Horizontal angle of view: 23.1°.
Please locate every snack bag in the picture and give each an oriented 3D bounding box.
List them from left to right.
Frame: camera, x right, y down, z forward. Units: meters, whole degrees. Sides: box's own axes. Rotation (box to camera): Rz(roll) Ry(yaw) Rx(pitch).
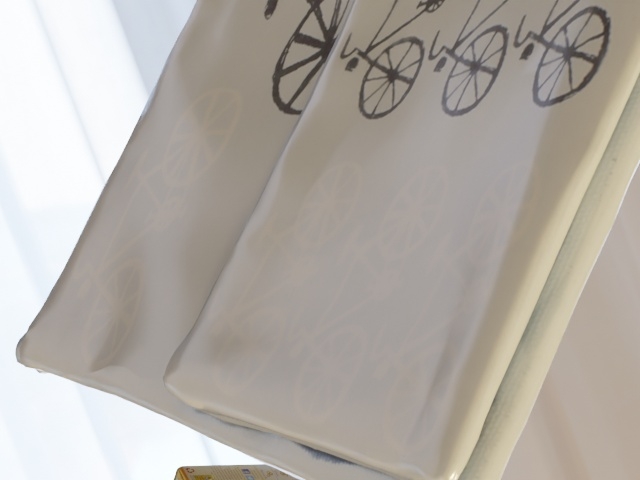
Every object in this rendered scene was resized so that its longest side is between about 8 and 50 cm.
[{"bbox_3d":[0.014,-0.077,0.579,0.342,0.037,0.323,9,-108,59],"label":"snack bag"}]

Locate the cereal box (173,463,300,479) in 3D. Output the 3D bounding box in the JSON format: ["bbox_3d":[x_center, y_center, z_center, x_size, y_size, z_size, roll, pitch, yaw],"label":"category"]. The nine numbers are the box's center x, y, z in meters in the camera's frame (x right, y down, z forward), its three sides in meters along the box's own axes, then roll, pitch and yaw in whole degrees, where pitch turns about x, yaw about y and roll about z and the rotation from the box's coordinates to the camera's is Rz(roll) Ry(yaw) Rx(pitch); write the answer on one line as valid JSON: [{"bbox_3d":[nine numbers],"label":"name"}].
[{"bbox_3d":[-0.060,0.319,1.682,0.240,0.173,0.047,3,-153,-29],"label":"cereal box"}]
